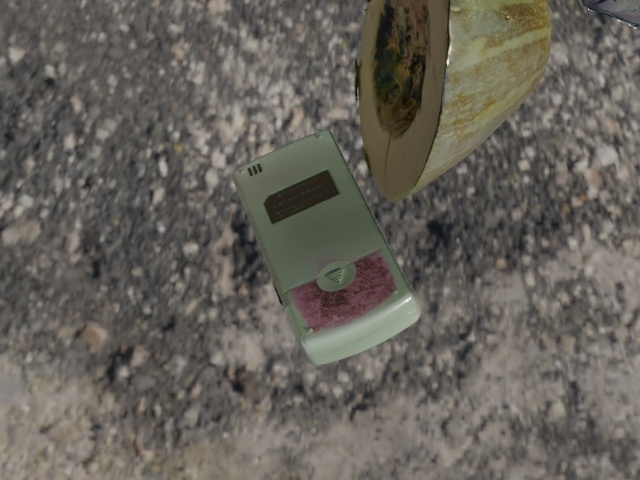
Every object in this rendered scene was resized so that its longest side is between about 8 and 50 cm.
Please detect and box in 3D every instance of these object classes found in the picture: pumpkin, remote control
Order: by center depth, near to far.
[{"bbox_3d":[0.102,-0.142,1.000,0.110,0.217,0.217,-4,123,-14],"label":"pumpkin"},{"bbox_3d":[0.000,0.001,1.573,0.145,0.344,0.050,-24,133,0],"label":"remote control"}]

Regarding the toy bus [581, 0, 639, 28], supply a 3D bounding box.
[{"bbox_3d":[0.340,-0.294,1.124,0.112,0.138,0.317,16,156,-25],"label":"toy bus"}]
